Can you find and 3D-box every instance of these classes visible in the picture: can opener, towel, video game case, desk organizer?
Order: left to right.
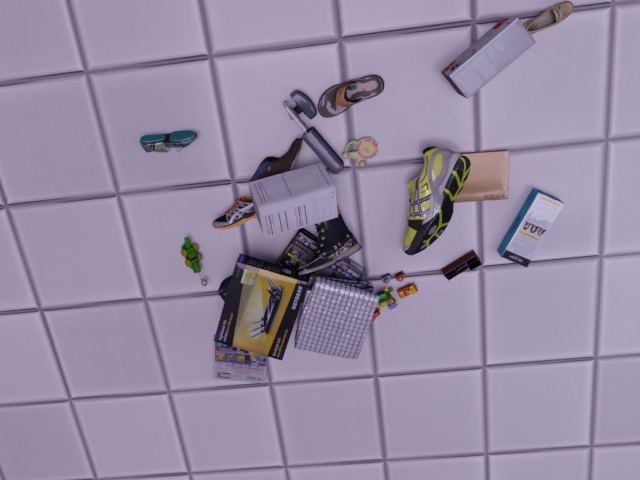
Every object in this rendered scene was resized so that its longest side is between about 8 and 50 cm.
[{"bbox_3d":[-0.300,0.444,2.158,0.201,0.023,0.183,5,111,2],"label":"video game case"},{"bbox_3d":[-0.009,-0.341,1.815,0.095,0.076,0.283,-38,106,16],"label":"can opener"},{"bbox_3d":[0.048,0.249,1.953,0.235,0.121,0.283,13,114,-4],"label":"towel"},{"bbox_3d":[0.480,0.090,1.969,0.130,0.050,0.047,-34,106,14],"label":"desk organizer"}]

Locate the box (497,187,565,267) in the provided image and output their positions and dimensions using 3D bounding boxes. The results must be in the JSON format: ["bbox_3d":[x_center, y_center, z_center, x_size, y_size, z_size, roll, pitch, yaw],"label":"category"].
[{"bbox_3d":[0.689,-0.040,1.903,0.101,0.060,0.244,23,110,-6],"label":"box"}]

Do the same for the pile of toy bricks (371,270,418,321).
[{"bbox_3d":[0.226,0.198,1.993,0.212,0.105,0.118,-28,107,12],"label":"pile of toy bricks"}]

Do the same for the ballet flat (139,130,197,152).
[{"bbox_3d":[-0.483,-0.314,1.863,0.188,0.070,0.070,-2,111,5],"label":"ballet flat"}]

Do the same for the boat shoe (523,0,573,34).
[{"bbox_3d":[0.664,-0.645,1.680,0.153,0.048,0.056,-22,108,11],"label":"boat shoe"}]

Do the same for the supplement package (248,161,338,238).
[{"bbox_3d":[-0.085,-0.127,1.813,0.244,0.139,0.134,-17,136,-9],"label":"supplement package"}]

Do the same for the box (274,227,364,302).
[{"bbox_3d":[-0.018,0.114,1.998,0.270,0.060,0.216,33,109,-9],"label":"box"}]

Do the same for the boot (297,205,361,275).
[{"bbox_3d":[0.000,0.000,1.888,0.236,0.085,0.178,-25,90,-21],"label":"boot"}]

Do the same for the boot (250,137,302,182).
[{"bbox_3d":[-0.140,-0.247,1.854,0.106,0.082,0.219,25,112,-10],"label":"boot"}]

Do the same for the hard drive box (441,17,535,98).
[{"bbox_3d":[0.476,-0.525,1.666,0.232,0.181,0.089,-39,103,15],"label":"hard drive box"}]

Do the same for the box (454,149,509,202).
[{"bbox_3d":[0.505,-0.206,1.870,0.201,0.021,0.164,-4,111,4],"label":"box"}]

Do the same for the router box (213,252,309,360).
[{"bbox_3d":[-0.197,0.222,1.920,0.243,0.081,0.308,16,109,-4],"label":"router box"}]

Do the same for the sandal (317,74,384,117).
[{"bbox_3d":[0.093,-0.444,1.778,0.219,0.060,0.090,-17,109,9],"label":"sandal"}]

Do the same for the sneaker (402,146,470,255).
[{"bbox_3d":[0.347,-0.126,1.868,0.147,0.145,0.384,37,122,28],"label":"sneaker"}]

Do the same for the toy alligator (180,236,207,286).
[{"bbox_3d":[-0.445,0.074,2.010,0.051,0.056,0.189,6,121,46],"label":"toy alligator"}]

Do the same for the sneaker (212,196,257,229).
[{"bbox_3d":[-0.265,-0.101,1.920,0.215,0.084,0.083,-24,109,0],"label":"sneaker"}]

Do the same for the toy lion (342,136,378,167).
[{"bbox_3d":[0.131,-0.290,1.853,0.100,0.034,0.096,25,103,-6],"label":"toy lion"}]

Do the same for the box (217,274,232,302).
[{"bbox_3d":[-0.233,0.203,2.015,0.153,0.108,0.207,-28,107,12],"label":"box"}]
